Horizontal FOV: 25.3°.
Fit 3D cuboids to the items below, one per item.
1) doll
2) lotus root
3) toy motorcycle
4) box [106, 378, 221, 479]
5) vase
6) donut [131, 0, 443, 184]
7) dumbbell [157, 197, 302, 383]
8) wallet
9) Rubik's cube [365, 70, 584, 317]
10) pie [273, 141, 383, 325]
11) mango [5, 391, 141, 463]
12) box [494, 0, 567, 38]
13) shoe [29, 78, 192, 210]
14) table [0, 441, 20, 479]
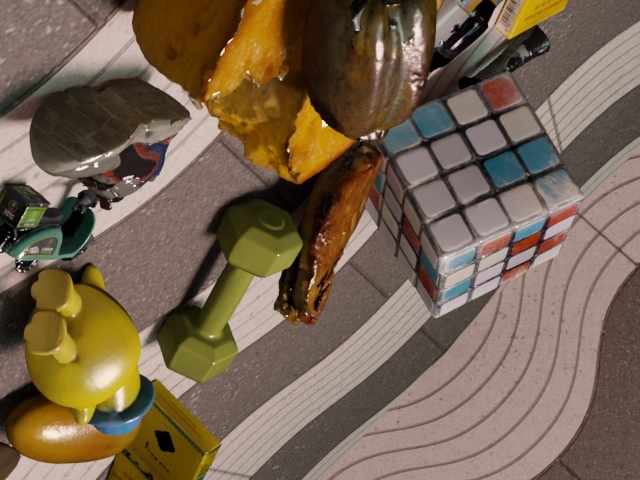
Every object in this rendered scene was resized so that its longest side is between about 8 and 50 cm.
[{"bbox_3d":[-0.285,0.140,1.808,0.363,0.145,0.199,72,23,-68],"label":"doll"},{"bbox_3d":[0.047,-0.193,1.395,0.124,0.123,0.241,-12,151,-14],"label":"lotus root"},{"bbox_3d":[-0.302,-0.016,1.597,0.100,0.058,0.173,-58,157,16],"label":"toy motorcycle"},{"bbox_3d":[-0.262,0.365,2.335,0.041,0.153,0.279,-30,156,-42],"label":"box"},{"bbox_3d":[0.304,-0.290,2.352,0.167,0.059,0.059,-39,161,-20],"label":"vase"},{"bbox_3d":[-0.014,-0.270,1.540,0.377,0.163,0.435,-46,160,-6],"label":"donut"},{"bbox_3d":[-0.135,0.075,2.075,0.108,0.121,0.302,6,130,-33],"label":"dumbbell"},{"bbox_3d":[0.185,-0.307,2.042,0.231,0.069,0.170,-46,167,4],"label":"wallet"},{"bbox_3d":[0.235,-0.070,2.269,0.256,0.259,0.253,-25,158,-12],"label":"Rubik's cube"},{"bbox_3d":[0.001,0.000,2.150,0.308,0.085,0.308,-158,-90,-89],"label":"pie"},{"bbox_3d":[-0.340,0.247,1.987,0.138,0.113,0.253,-48,155,18],"label":"mango"},{"bbox_3d":[0.372,-0.441,2.209,0.152,0.043,0.269,-33,159,-35],"label":"box"},{"bbox_3d":[-0.235,-0.092,1.511,0.227,0.099,0.125,-27,151,-54],"label":"shoe"},{"bbox_3d":[-0.470,0.446,1.892,0.317,0.249,0.317,-41,161,-17],"label":"table"}]
